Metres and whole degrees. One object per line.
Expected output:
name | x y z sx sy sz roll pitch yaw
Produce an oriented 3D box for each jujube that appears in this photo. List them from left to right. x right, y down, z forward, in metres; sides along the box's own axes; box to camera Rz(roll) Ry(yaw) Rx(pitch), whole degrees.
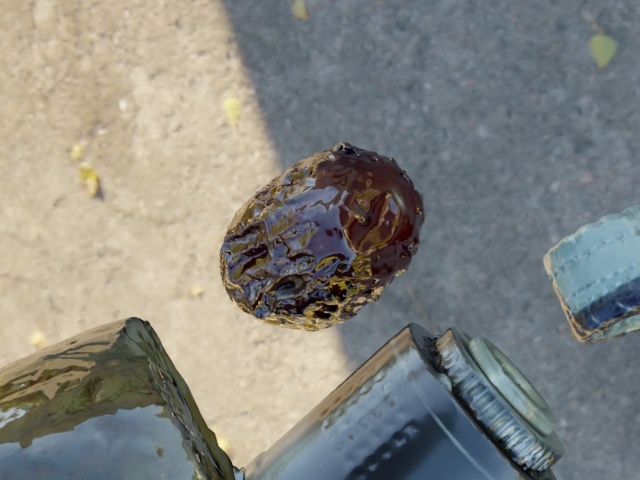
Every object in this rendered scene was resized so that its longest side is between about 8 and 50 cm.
jujube | 0.000 0.000 1.784 0.376 0.258 0.259 -15 93 58

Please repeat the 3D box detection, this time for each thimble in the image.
thimble | 0.436 0.040 1.721 0.237 0.237 0.150 -37 68 50

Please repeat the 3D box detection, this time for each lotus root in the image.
lotus root | -0.204 0.217 0.775 0.250 0.346 0.250 55 174 8

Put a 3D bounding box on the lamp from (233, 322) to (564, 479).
lamp | 0.075 0.203 1.128 0.374 0.272 0.205 28 170 49
